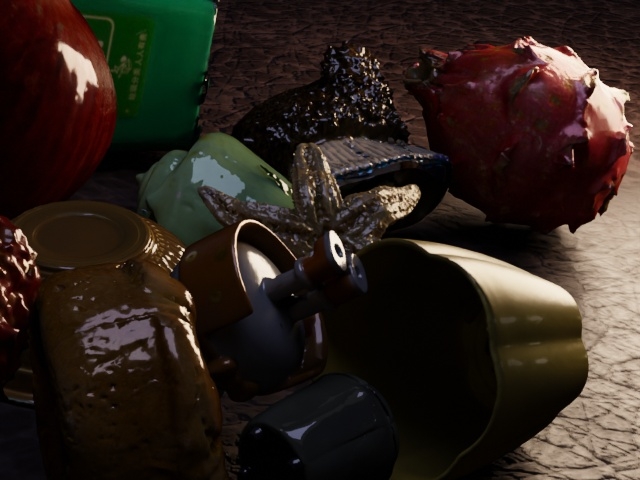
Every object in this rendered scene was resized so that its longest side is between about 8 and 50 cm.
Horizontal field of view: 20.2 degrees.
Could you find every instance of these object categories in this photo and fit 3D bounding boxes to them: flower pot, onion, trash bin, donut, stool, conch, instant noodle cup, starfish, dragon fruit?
[{"bbox_3d":[0.114,0.095,1.444,0.195,0.195,0.179,25,16,37],"label":"flower pot"},{"bbox_3d":[-0.362,-0.147,1.659,0.341,0.341,0.341,6,22,-3],"label":"onion"},{"bbox_3d":[-0.331,-0.219,1.987,0.381,0.259,0.295,4,19,-27],"label":"trash bin"},{"bbox_3d":[-0.135,0.120,1.247,0.114,0.226,0.226,-9,26,-14],"label":"donut"},{"bbox_3d":[-0.003,0.156,1.353,0.096,0.096,0.110,25,33,37],"label":"stool"},{"bbox_3d":[-0.076,-0.004,1.721,0.250,0.137,0.143,40,8,23],"label":"conch"},{"bbox_3d":[-0.206,0.032,1.544,0.274,0.090,0.274,3,30,-2],"label":"instant noodle cup"},{"bbox_3d":[0.000,0.000,1.650,0.236,0.062,0.277,35,54,9],"label":"starfish"},{"bbox_3d":[0.206,-0.122,1.928,0.268,0.205,0.210,33,26,7],"label":"dragon fruit"}]

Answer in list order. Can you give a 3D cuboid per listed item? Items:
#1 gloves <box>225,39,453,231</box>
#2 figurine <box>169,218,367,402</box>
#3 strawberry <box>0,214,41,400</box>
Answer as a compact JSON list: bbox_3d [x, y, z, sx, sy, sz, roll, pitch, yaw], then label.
[{"bbox_3d":[0.009,-0.105,1.921,0.210,0.135,0.312,-33,31,-19],"label":"gloves"},{"bbox_3d":[-0.091,0.077,1.388,0.271,0.143,0.143,-35,23,7],"label":"figurine"},{"bbox_3d":[-0.353,0.099,1.149,0.343,0.292,0.292,-14,30,-41],"label":"strawberry"}]
